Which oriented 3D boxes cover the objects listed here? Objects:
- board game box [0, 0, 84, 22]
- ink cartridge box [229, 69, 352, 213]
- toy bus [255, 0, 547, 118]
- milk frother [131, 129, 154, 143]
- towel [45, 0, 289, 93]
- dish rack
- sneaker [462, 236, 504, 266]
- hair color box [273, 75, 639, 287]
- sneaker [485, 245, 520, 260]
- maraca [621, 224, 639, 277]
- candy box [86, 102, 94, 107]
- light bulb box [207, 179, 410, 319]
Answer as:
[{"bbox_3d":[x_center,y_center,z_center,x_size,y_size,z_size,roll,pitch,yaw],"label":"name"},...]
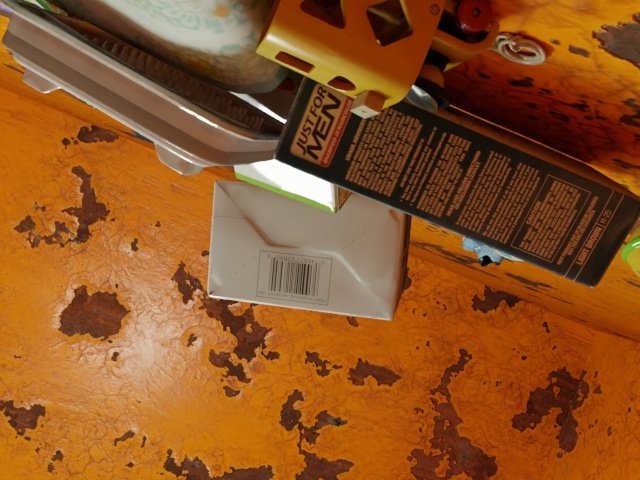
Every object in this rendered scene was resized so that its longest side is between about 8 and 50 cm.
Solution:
[{"bbox_3d":[-0.507,-0.386,0.893,0.317,0.046,0.213,21,177,3],"label":"board game box"},{"bbox_3d":[-0.041,-0.182,0.953,0.188,0.097,0.255,21,143,20],"label":"ink cartridge box"},{"bbox_3d":[0.049,-0.151,0.519,0.202,0.104,0.191,20,178,32],"label":"toy bus"},{"bbox_3d":[-0.306,-0.271,1.306,0.134,0.129,0.143,21,135,0],"label":"milk frother"},{"bbox_3d":[-0.222,-0.257,0.536,0.374,0.090,0.320,24,179,13],"label":"towel"},{"bbox_3d":[-0.177,-0.159,0.752,0.285,0.072,0.333,29,-167,4],"label":"dish rack"},{"bbox_3d":[0.408,0.027,1.673,0.063,0.073,0.162,22,177,-22],"label":"sneaker"},{"bbox_3d":[0.134,-0.083,0.698,0.347,0.105,0.174,22,-162,-6],"label":"hair color box"},{"bbox_3d":[0.321,-0.025,1.180,0.228,0.087,0.092,19,175,6],"label":"sneaker"},{"bbox_3d":[0.439,0.005,0.745,0.127,0.099,0.185,21,153,-39],"label":"maraca"},{"bbox_3d":[-0.323,-0.264,1.062,0.159,0.071,0.233,3,-179,-1],"label":"candy box"},{"bbox_3d":[0.000,0.000,1.345,0.357,0.225,0.361,7,-174,10],"label":"light bulb box"}]
